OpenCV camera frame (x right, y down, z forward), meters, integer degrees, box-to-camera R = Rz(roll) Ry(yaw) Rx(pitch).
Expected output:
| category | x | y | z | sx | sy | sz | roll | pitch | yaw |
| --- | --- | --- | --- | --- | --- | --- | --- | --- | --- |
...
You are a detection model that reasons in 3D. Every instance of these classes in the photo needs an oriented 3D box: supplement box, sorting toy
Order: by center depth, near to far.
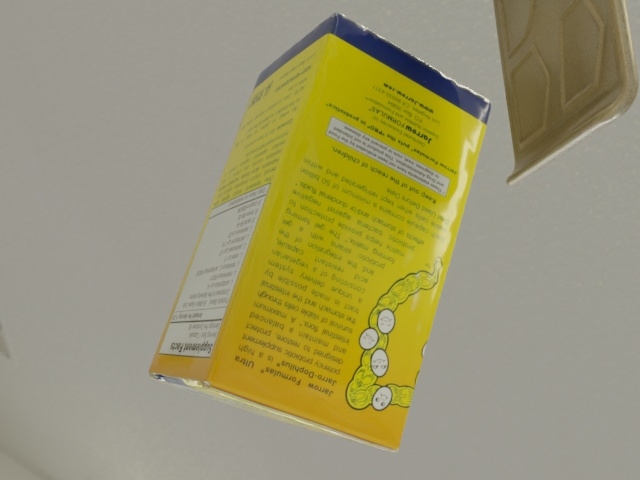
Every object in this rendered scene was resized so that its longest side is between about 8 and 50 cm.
| category | x | y | z | sx | sy | sz | roll | pitch | yaw |
| --- | --- | --- | --- | --- | --- | --- | --- | --- | --- |
| sorting toy | 0.199 | -0.183 | 0.571 | 0.307 | 0.041 | 0.229 | 122 | -33 | -79 |
| supplement box | 0.000 | 0.000 | 0.758 | 0.195 | 0.356 | 0.194 | 24 | -16 | -22 |
